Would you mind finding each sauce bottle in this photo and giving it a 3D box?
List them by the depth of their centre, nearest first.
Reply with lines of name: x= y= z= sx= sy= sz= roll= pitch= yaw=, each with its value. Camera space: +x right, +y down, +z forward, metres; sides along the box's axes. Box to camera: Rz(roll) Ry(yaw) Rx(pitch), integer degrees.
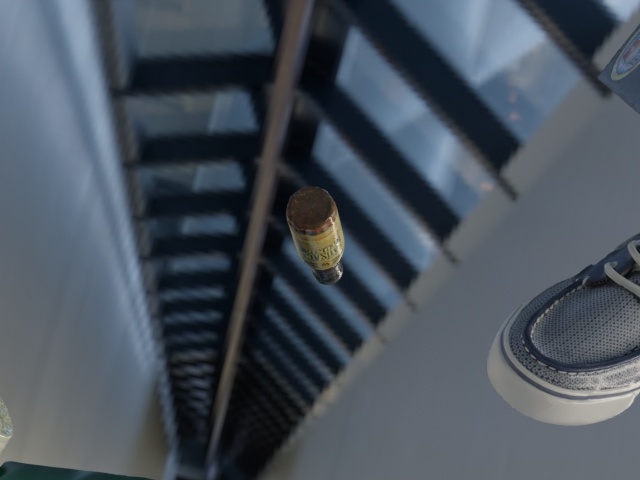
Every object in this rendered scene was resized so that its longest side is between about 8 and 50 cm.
sauce bottle: x=0.000 y=0.000 z=1.410 sx=0.128 sy=0.042 sz=0.042 roll=69 pitch=31 yaw=-64

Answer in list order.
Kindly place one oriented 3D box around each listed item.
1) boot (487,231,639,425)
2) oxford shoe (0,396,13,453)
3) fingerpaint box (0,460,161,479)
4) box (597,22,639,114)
boot: x=0.152 y=0.014 z=0.789 sx=0.190 sy=0.069 sz=0.086 roll=-25 pitch=146 yaw=-45
oxford shoe: x=-0.443 y=0.035 z=1.491 sx=0.130 sy=0.449 sz=0.169 roll=-39 pitch=173 yaw=4
fingerpaint box: x=-0.198 y=0.419 z=1.047 sx=0.445 sy=0.163 sz=0.371 roll=-47 pitch=128 yaw=-44
box: x=0.356 y=-0.189 z=1.524 sx=0.216 sy=0.060 sz=0.270 roll=-52 pitch=-169 yaw=11
